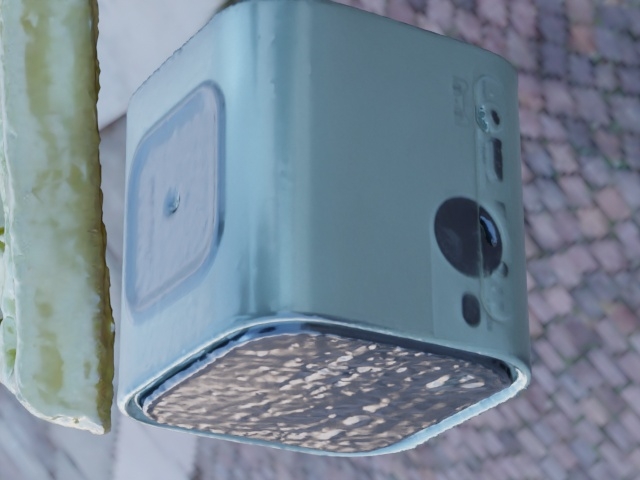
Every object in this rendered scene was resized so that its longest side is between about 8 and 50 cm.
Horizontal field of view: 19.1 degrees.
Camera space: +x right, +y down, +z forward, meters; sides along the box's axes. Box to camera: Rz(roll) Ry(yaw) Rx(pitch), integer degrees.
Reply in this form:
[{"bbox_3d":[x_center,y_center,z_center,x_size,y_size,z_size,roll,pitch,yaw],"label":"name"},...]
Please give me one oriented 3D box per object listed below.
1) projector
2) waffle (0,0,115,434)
[{"bbox_3d":[0.000,0.000,1.385,0.248,0.248,0.249,-35,49,50],"label":"projector"},{"bbox_3d":[-0.159,-0.038,1.054,0.168,0.057,0.274,-150,57,-68],"label":"waffle"}]
